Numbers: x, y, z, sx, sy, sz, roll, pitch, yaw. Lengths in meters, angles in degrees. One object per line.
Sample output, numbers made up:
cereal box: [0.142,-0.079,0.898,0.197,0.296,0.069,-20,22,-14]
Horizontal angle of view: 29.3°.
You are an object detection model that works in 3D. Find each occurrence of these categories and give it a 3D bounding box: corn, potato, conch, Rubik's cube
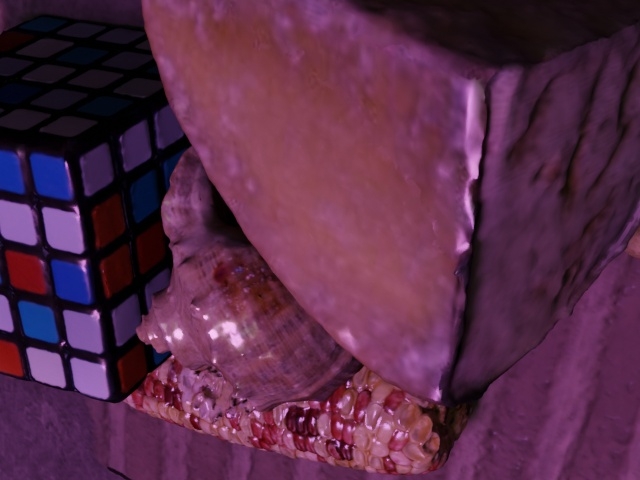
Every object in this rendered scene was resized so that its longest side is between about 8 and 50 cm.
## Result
corn: [-0.034,0.099,0.864,0.290,0.098,0.098,8,120,29]
potato: [0.044,-0.076,0.675,0.264,0.211,0.189,32,132,27]
conch: [0.000,0.000,0.748,0.245,0.163,0.178,-19,106,-2]
Rubik's cube: [-0.166,-0.027,0.812,0.184,0.187,0.182,14,122,26]

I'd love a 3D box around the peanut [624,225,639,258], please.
peanut: [0.197,-0.001,0.704,0.083,0.037,0.037,36,129,12]
